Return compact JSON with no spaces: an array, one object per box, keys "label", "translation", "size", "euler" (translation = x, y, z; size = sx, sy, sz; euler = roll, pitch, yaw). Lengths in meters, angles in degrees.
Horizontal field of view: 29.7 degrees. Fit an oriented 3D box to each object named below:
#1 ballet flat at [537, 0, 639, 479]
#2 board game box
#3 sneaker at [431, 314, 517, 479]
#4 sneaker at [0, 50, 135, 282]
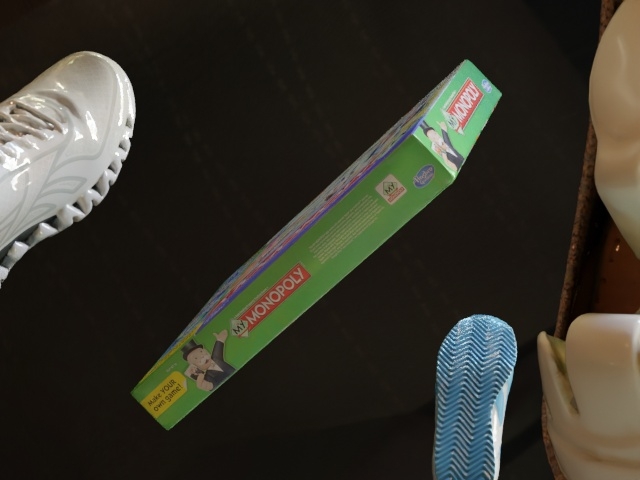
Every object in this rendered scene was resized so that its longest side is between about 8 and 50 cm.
[{"label":"ballet flat","translation":[0.128,0.011,0.454],"size":[0.106,0.108,0.315],"euler":[14,79,-53]},{"label":"board game box","translation":[0.000,0.000,0.953],"size":[0.046,0.317,0.213],"euler":[46,27,-4]},{"label":"sneaker","translation":[0.163,0.189,1.330],"size":[0.087,0.092,0.228],"euler":[11,60,8]},{"label":"sneaker","translation":[-0.246,-0.050,0.928],"size":[0.110,0.118,0.292],"euler":[25,61,17]}]
